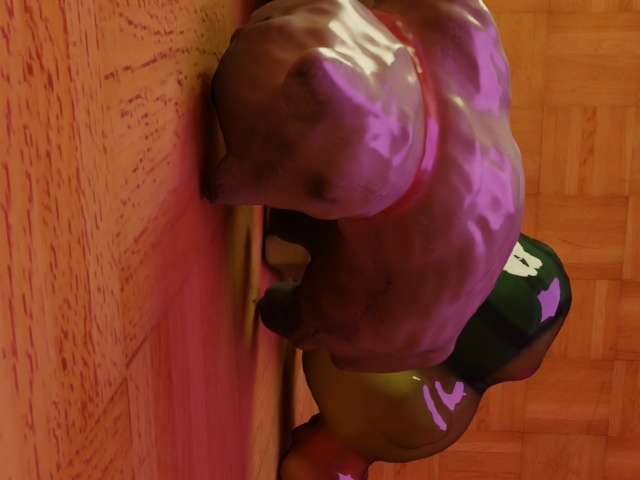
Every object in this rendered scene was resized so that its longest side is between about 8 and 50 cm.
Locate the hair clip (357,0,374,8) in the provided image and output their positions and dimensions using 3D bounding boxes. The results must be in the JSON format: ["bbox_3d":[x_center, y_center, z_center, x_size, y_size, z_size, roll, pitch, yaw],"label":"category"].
[{"bbox_3d":[0.013,-0.189,0.754,0.282,0.113,0.172,85,-6,-63],"label":"hair clip"}]

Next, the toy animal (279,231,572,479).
[{"bbox_3d":[0.095,0.109,0.945,0.191,0.338,0.216,48,8,7],"label":"toy animal"}]

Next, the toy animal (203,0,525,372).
[{"bbox_3d":[0.007,-0.015,0.611,0.308,0.266,0.188,-41,-172,33],"label":"toy animal"}]

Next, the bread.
[{"bbox_3d":[0.000,0.000,0.872,0.226,0.049,0.088,42,47,-73],"label":"bread"}]
